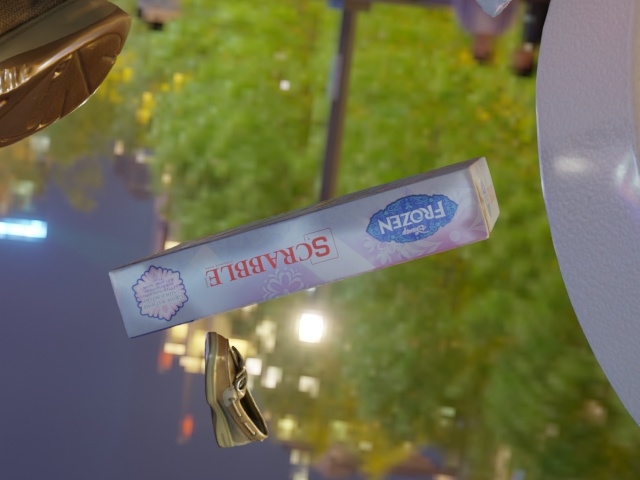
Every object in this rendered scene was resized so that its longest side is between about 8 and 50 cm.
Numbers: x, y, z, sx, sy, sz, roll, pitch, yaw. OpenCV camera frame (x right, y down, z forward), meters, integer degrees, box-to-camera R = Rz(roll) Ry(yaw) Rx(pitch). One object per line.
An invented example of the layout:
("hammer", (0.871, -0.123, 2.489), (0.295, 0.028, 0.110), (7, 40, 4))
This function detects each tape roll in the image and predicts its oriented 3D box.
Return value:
("tape roll", (0.277, -0.033, 1.017), (0.392, 0.392, 0.072), (2, 166, -40))

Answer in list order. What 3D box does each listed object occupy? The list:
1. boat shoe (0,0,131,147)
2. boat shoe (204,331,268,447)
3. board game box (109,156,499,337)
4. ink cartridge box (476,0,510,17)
("boat shoe", (-0.260, -0.109, 1.124), (0.123, 0.123, 0.342), (43, -142, 10))
("boat shoe", (-0.078, 0.135, 1.651), (0.048, 0.153, 0.056), (-4, -133, 2))
("board game box", (0.000, 0.000, 1.656), (0.318, 0.066, 0.319), (-16, -178, 9))
("ink cartridge box", (0.081, -0.241, 0.840), (0.232, 0.189, 0.066), (51, -156, 22))
